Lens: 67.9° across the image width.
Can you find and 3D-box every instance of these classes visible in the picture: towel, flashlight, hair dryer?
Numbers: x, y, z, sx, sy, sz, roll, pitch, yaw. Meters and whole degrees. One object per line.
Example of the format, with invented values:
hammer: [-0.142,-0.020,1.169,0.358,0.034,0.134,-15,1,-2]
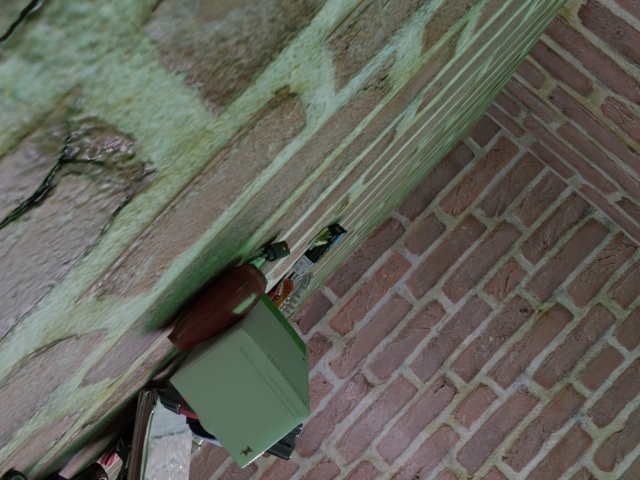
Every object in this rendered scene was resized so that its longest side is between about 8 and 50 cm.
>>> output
towel: [-0.368,0.518,1.127,0.332,0.053,0.317,83,8,-72]
towel: [-0.514,0.547,1.433,0.199,0.031,0.275,-50,172,18]
flashlight: [-0.190,0.373,1.035,0.103,0.303,0.103,103,9,-55]
hair dryer: [-0.169,0.122,0.888,0.224,0.080,0.293,-50,172,28]

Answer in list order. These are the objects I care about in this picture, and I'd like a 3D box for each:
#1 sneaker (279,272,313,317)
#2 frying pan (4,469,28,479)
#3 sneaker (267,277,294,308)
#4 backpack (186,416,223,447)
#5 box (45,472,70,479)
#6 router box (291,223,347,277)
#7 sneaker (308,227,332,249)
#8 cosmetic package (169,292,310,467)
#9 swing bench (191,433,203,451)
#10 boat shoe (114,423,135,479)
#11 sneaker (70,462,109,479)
sneaker: [-0.114,0.190,1.595,0.235,0.090,0.095,-43,-178,-12]
frying pan: [-0.478,0.508,0.795,0.197,0.053,0.326,-42,130,-16]
sneaker: [-0.146,0.190,1.483,0.175,0.064,0.067,-43,-178,-7]
backpack: [-0.200,0.408,1.221,0.213,0.263,0.277,73,18,-48]
box: [-0.556,0.629,0.917,0.270,0.165,0.143,-44,-143,-16]
router box: [0.000,0.029,1.485,0.179,0.046,0.133,-49,173,15]
sneaker: [0.000,0.000,1.369,0.083,0.035,0.031,-46,172,-6]
cosmetic package: [-0.135,0.240,0.937,0.155,0.197,0.365,-37,-173,0]
swing bench: [-0.323,0.468,1.460,0.253,0.165,0.255,-54,168,-7]
boat shoe: [-0.476,0.539,1.232,0.121,0.119,0.335,-88,-167,-69]
sneaker: [-0.609,0.638,1.210,0.066,0.071,0.188,-48,173,12]
